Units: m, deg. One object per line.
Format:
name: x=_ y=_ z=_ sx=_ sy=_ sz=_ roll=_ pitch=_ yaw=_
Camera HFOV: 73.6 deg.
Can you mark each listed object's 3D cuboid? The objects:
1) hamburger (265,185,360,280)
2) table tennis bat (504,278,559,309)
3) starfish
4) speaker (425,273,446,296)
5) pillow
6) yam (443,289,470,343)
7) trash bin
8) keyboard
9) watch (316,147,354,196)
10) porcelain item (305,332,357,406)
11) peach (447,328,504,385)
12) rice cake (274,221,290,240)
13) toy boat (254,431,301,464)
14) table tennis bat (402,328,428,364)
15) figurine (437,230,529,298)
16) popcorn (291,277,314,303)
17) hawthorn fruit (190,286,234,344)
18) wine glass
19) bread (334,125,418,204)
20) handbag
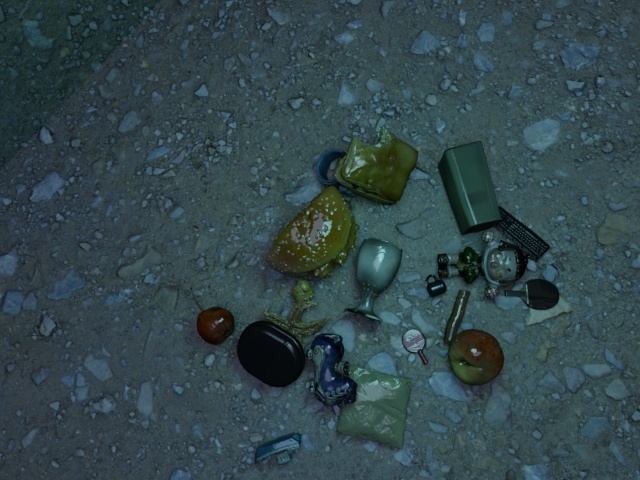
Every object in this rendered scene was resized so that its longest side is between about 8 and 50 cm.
hamburger: x=0.000 y=0.000 z=1.794 sx=0.287 sy=0.268 sz=0.445 roll=40 pitch=82 yaw=9
table tennis bat: x=0.890 y=0.225 z=1.800 sx=0.220 sy=0.019 sz=0.131 roll=2 pitch=76 yaw=5
starfish: x=-0.109 y=0.400 z=1.852 sx=0.298 sy=0.060 sz=0.303 roll=8 pitch=92 yaw=2
speaker: x=0.493 y=0.192 z=1.840 sx=0.075 sy=0.060 sz=0.094 roll=-19 pitch=41 yaw=2
pillow: x=0.222 y=0.673 z=1.742 sx=0.274 sy=0.076 sz=0.281 roll=11 pitch=79 yaw=8
yam: x=0.573 y=0.319 z=1.799 sx=0.056 sy=0.057 sz=0.241 roll=20 pitch=78 yaw=10
trash bin: x=0.632 y=-0.214 z=1.832 sx=0.158 sy=0.223 sz=0.344 roll=-11 pitch=79 yaw=4
keyboard: x=0.888 y=0.005 z=1.839 sx=0.103 sy=0.041 sz=0.381 roll=-44 pitch=76 yaw=-4
watch: x=0.079 y=-0.313 z=1.946 sx=0.193 sy=0.211 sz=0.211 roll=19 pitch=79 yaw=31
porcelain item: x=0.049 y=0.524 z=1.738 sx=0.186 sy=0.138 sz=0.288 roll=-10 pitch=77 yaw=30
peach: x=0.622 y=0.456 z=1.699 sx=0.232 sy=0.232 sz=0.233 roll=-1 pitch=77 yaw=6
rice cake: x=-0.096 y=0.001 z=1.951 sx=0.211 sy=0.038 sz=0.124 roll=32 pitch=82 yaw=12
toy boat: x=-0.167 y=0.864 z=1.737 sx=0.215 sy=0.088 sz=0.102 roll=-19 pitch=79 yaw=1
table tennis bat: x=0.408 y=0.448 z=1.805 sx=0.098 sy=0.019 sz=0.155 roll=-28 pitch=73 yaw=-1
figurine: x=0.681 y=0.100 z=1.785 sx=0.369 sy=0.167 sz=0.282 roll=-4 pitch=92 yaw=14
popcorn: x=-0.081 y=0.223 z=1.872 sx=0.096 sy=0.109 sz=0.089 roll=-17 pitch=30 yaw=-27
hawthorn fruit: x=-0.502 y=0.327 z=1.872 sx=0.285 sy=0.165 sz=0.165 roll=37 pitch=83 yaw=19
wine glass: x=0.226 y=0.161 z=1.804 sx=0.190 sy=0.190 sz=0.357 roll=14 pitch=78 yaw=9
bread: x=0.261 y=-0.327 z=1.823 sx=0.191 sy=0.369 sz=0.314 roll=12 pitch=79 yaw=51
handbag: x=-0.212 y=0.480 z=1.794 sx=0.307 sy=0.093 sz=0.254 roll=29 pitch=104 yaw=12
